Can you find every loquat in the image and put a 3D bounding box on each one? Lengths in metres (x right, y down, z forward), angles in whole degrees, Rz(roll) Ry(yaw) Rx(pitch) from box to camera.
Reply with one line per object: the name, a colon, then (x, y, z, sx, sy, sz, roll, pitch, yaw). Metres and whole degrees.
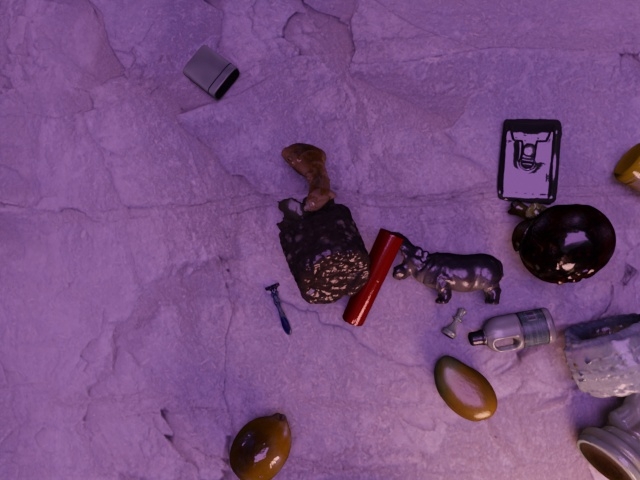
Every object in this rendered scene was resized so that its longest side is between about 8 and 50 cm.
loquat: (-0.156, 0.554, 1.222, 0.152, 0.152, 0.195, 32, 83, 6)

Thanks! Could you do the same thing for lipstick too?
lipstick: (0.141, 0.105, 1.257, 0.073, 0.073, 0.279, 24, 101, 5)

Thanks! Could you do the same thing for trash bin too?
trash bin: (-0.333, -0.512, 1.388, 0.130, 0.059, 0.116, 38, 86, 7)

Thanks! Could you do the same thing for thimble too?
thimble: (0.760, 0.288, 1.171, 0.250, 0.205, 0.171, -19, 82, 6)

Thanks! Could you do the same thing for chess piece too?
chess piece: (0.833, 0.486, 1.189, 0.298, 0.176, 0.175, -39, 83, -14)
chess piece: (0.382, 0.229, 1.282, 0.042, 0.042, 0.093, 35, 82, 6)

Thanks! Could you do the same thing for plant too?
plant: (0.000, 0.000, 1.249, 0.215, 0.213, 0.312, -24, 44, -1)

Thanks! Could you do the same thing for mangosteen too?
mangosteen: (0.626, -0.021, 1.218, 0.232, 0.231, 0.289, -29, 60, 0)

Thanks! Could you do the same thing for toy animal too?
toy animal: (0.333, 0.089, 1.268, 0.344, 0.106, 0.168, 15, 86, 8)

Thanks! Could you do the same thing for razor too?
razor: (-0.117, 0.201, 1.315, 0.044, 0.028, 0.154, -20, 83, 0)

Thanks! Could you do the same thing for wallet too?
wallet: (0.607, -0.231, 1.317, 0.169, 0.052, 0.245, 6, 87, 7)

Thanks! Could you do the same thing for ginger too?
ginger: (-0.033, -0.184, 1.253, 0.131, 0.294, 0.086, 10, 129, -20)

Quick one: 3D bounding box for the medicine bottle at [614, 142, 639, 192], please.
medicine bottle: (0.945, -0.170, 1.253, 0.213, 0.122, 0.121, 32, 86, 6)

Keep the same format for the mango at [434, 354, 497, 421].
mango: (0.389, 0.400, 1.236, 0.130, 0.092, 0.194, -35, 79, 0)

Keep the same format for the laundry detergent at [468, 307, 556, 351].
laundry detergent: (0.522, 0.253, 1.255, 0.226, 0.070, 0.099, -11, 90, 1)
